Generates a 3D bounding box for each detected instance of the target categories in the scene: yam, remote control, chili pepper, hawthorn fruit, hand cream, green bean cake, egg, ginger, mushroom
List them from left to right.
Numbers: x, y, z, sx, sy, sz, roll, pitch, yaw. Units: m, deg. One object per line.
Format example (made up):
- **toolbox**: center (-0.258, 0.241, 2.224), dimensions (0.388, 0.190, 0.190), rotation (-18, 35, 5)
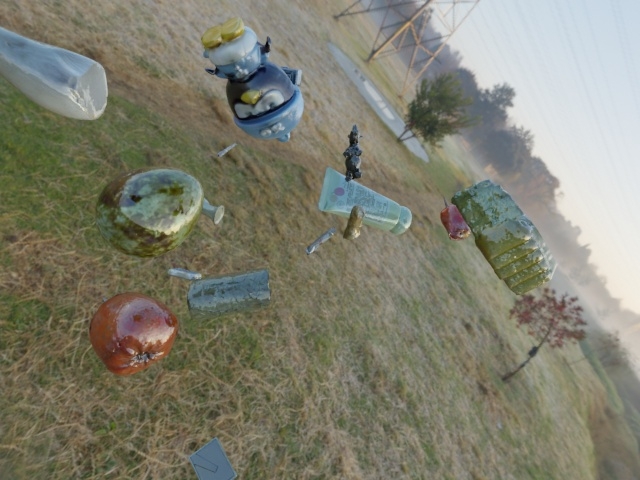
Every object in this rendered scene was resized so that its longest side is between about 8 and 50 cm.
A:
- **mushroom**: center (-0.474, -0.282, 0.662), dimensions (0.225, 0.093, 0.116), rotation (17, 65, -26)
- **hawthorn fruit**: center (-0.653, 0.289, 1.370), dimensions (0.307, 0.276, 0.276), rotation (42, 20, 20)
- **egg**: center (-0.454, -0.085, 1.090), dimensions (0.238, 0.289, 0.238), rotation (44, -16, 16)
- **remote control**: center (-0.533, 0.132, 1.582), dimensions (0.074, 0.122, 0.032), rotation (6, 94, -73)
- **hand cream**: center (-0.369, -0.361, 1.594), dimensions (0.019, 0.093, 0.030), rotation (57, 7, -3)
- **yam**: center (-0.340, 0.203, 1.541), dimensions (0.168, 0.304, 0.168), rotation (171, -90, -83)
- **ginger**: center (0.089, -0.046, 1.034), dimensions (0.044, 0.137, 0.057), rotation (28, 55, 11)
- **hand cream**: center (0.140, -0.106, 1.229), dimensions (0.306, 0.093, 0.147), rotation (22, 67, -22)
- **chili pepper**: center (0.506, -0.095, 1.552), dimensions (0.086, 0.084, 0.192), rotation (12, 54, -42)
- **green bean cake**: center (0.439, -0.017, 0.970), dimensions (0.233, 0.124, 0.236), rotation (44, 24, -28)

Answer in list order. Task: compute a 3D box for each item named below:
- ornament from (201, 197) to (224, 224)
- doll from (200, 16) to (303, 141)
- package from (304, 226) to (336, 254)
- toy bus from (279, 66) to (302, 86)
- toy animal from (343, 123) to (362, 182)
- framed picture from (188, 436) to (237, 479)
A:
- **ornament**: center (-0.413, -0.119, 1.387), dimensions (0.156, 0.075, 0.081), rotation (24, 24, 9)
- **doll**: center (-0.145, -0.343, 0.928), dimensions (0.314, 0.177, 0.141), rotation (53, 27, -52)
- **package**: center (0.000, 0.000, 1.164), dimensions (0.015, 0.110, 0.037), rotation (47, 5, -31)
- **toy bus**: center (-0.131, -0.419, 1.016), dimensions (0.166, 0.047, 0.065), rotation (8, 22, 6)
- **toy animal**: center (0.080, -0.212, 0.980), dimensions (0.065, 0.047, 0.136), rotation (-67, 156, -70)
- **framed picture**: center (-0.214, 0.448, 0.797), dimensions (0.089, 0.066, 0.007), rotation (46, -20, 30)
